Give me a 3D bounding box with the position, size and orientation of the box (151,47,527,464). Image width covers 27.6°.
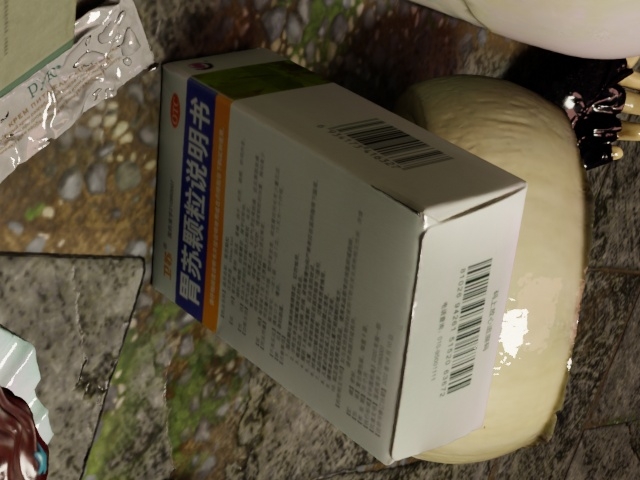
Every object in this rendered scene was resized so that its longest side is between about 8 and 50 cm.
[{"bbox_3d":[0.000,0.000,0.967,0.106,0.299,0.200,-15,124,-36],"label":"box"}]

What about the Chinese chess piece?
[{"bbox_3d":[0.124,0.025,1.139,0.140,0.338,0.338,4,116,-7],"label":"Chinese chess piece"}]

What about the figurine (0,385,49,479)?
[{"bbox_3d":[-0.230,0.168,0.782,0.175,0.116,0.240,-28,131,-38],"label":"figurine"}]

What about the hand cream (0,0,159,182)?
[{"bbox_3d":[-0.205,-0.075,0.881,0.257,0.050,0.084,-52,146,-30],"label":"hand cream"}]

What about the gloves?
[{"bbox_3d":[0.283,-0.143,1.397,0.203,0.124,0.164,-23,145,-43],"label":"gloves"}]

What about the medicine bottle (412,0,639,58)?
[{"bbox_3d":[0.166,-0.259,0.923,0.236,0.406,0.235,-31,135,-37],"label":"medicine bottle"}]

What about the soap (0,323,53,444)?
[{"bbox_3d":[-0.306,0.170,0.869,0.289,0.095,0.173,-58,144,-7],"label":"soap"}]

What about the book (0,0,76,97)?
[{"bbox_3d":[-0.238,-0.104,0.719,0.283,0.025,0.215,-44,166,-32],"label":"book"}]
